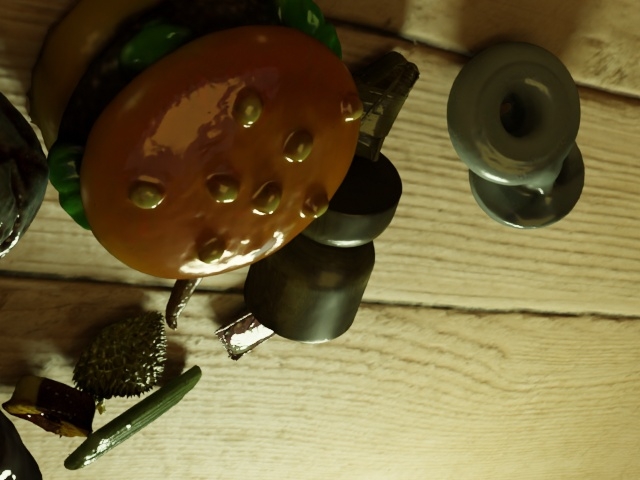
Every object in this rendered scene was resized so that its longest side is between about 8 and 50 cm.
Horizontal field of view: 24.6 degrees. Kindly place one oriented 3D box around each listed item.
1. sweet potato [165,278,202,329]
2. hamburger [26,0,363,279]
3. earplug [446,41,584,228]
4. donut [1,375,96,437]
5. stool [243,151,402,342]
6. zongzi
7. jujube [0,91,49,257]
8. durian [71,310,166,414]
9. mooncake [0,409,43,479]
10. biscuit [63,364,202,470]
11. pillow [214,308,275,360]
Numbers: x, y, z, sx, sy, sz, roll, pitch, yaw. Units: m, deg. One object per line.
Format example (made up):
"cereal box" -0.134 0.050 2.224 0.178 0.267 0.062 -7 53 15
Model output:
"sweet potato" -0.186 0.043 2.167 0.050 0.050 0.214 -1 134 -38
"hamburger" -0.151 -0.131 1.801 0.395 0.277 0.396 -21 141 -18
"earplug" 0.296 -0.154 2.245 0.214 0.175 0.326 -33 135 -12
"donut" -0.398 0.245 2.178 0.140 0.140 0.059 50 51 -54
"stool" 0.000 0.000 2.156 0.179 0.179 0.264 -11 138 -30
"zongzi" 0.037 -0.211 2.051 0.176 0.078 0.160 24 97 -25
"jujube" -0.464 -0.059 1.675 0.308 0.215 0.247 -16 109 -4
"durian" -0.304 0.202 2.215 0.146 0.102 0.208 -7 140 -42
"mooncake" -0.573 0.371 2.008 0.381 0.350 0.212 -36 137 -16
"biscuit" -0.278 0.268 2.238 0.099 0.038 0.322 -41 174 27
"pillow" -0.081 0.119 2.347 0.185 0.043 0.118 -29 150 -3
